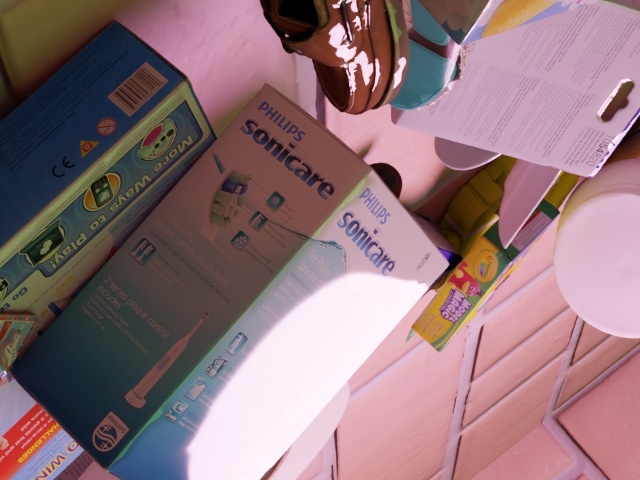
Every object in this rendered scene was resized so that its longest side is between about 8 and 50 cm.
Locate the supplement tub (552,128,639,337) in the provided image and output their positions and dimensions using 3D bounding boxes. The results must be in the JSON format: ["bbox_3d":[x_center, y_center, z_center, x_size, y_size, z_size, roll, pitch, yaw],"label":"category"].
[{"bbox_3d":[0.441,-0.016,2.391,0.228,0.228,0.316,-52,172,30],"label":"supplement tub"}]

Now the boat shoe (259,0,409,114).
[{"bbox_3d":[0.000,-0.195,1.416,0.104,0.110,0.307,-31,150,-16],"label":"boat shoe"}]

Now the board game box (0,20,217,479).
[{"bbox_3d":[-0.199,0.031,1.420,0.308,0.086,0.302,-43,152,-11],"label":"board game box"}]

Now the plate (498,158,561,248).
[{"bbox_3d":[0.284,-0.159,2.004,0.277,0.045,0.278,-58,177,-35],"label":"plate"}]

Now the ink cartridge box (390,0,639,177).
[{"bbox_3d":[0.212,-0.169,1.763,0.224,0.045,0.223,15,136,-16],"label":"ink cartridge box"}]

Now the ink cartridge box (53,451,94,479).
[{"bbox_3d":[-0.186,0.245,2.100,0.330,0.071,0.324,-39,161,1],"label":"ink cartridge box"}]

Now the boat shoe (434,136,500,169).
[{"bbox_3d":[0.210,-0.168,1.930,0.228,0.080,0.076,-53,169,15],"label":"boat shoe"}]

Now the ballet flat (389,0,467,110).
[{"bbox_3d":[0.106,-0.201,1.636,0.077,0.091,0.241,-57,174,-26],"label":"ballet flat"}]

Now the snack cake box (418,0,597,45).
[{"bbox_3d":[0.166,-0.266,1.486,0.264,0.152,0.089,-22,155,-43],"label":"snack cake box"}]

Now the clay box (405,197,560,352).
[{"bbox_3d":[0.191,0.045,2.195,0.127,0.053,0.222,-41,168,-43],"label":"clay box"}]

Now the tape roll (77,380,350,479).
[{"bbox_3d":[-0.132,0.257,2.024,0.392,0.072,0.392,-36,160,-16],"label":"tape roll"}]

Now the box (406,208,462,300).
[{"bbox_3d":[0.082,0.036,2.138,0.137,0.072,0.126,-45,162,10],"label":"box"}]

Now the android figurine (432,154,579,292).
[{"bbox_3d":[0.222,-0.032,2.289,0.248,0.056,0.273,-30,160,-30],"label":"android figurine"}]

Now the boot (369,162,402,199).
[{"bbox_3d":[0.000,0.000,1.934,0.219,0.082,0.106,-46,-177,3],"label":"boot"}]

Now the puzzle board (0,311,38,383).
[{"bbox_3d":[-0.264,0.105,1.312,0.096,0.011,0.128,4,121,-57],"label":"puzzle board"}]

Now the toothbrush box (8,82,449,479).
[{"bbox_3d":[-0.062,0.058,1.422,0.295,0.126,0.216,-48,151,-1],"label":"toothbrush box"}]
